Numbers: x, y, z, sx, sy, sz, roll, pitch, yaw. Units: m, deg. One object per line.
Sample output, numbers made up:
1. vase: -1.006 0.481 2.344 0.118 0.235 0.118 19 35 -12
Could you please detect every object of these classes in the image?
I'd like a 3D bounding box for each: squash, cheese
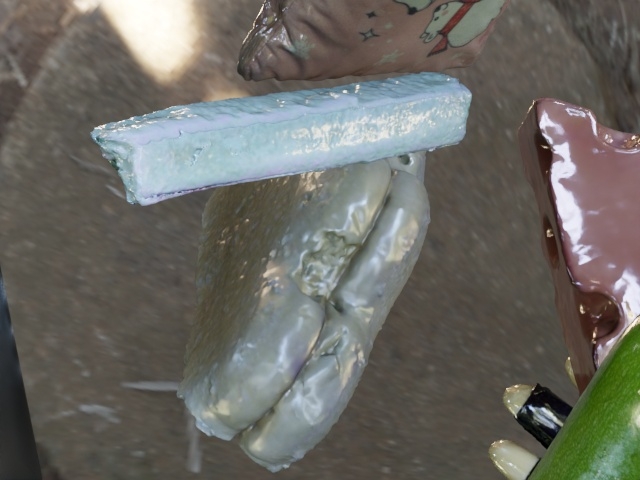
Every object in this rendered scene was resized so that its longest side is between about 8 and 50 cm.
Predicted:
1. squash: 0.167 0.145 1.044 0.101 0.379 0.101 7 56 -10
2. cheese: 0.212 0.023 1.261 0.203 0.128 0.177 18 81 1

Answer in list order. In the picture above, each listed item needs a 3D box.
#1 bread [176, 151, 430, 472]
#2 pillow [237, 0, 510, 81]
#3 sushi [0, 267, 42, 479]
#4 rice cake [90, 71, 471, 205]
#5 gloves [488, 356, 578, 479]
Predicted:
1. bread: -0.006 -0.001 1.217 0.102 0.337 0.183 29 114 -14
2. pillow: 0.071 -0.190 1.173 0.084 0.223 0.236 51 133 23
3. sushi: -0.341 0.093 1.205 0.212 0.227 0.215 -4 101 33
4. rice cake: -0.010 -0.045 0.784 0.033 0.207 0.033 23 115 41
5. gloves: 0.267 0.175 1.346 0.301 0.152 0.197 16 43 19
